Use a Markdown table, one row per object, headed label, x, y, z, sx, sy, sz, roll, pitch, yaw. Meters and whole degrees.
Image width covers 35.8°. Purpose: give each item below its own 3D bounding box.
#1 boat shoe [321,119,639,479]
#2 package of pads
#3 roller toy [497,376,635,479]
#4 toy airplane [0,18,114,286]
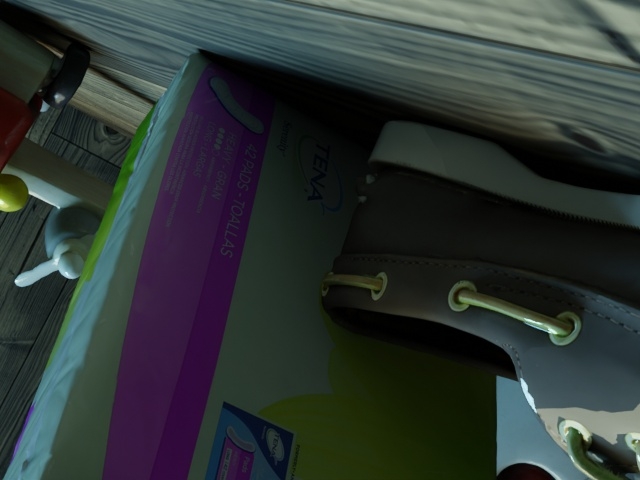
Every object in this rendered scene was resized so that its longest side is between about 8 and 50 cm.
| label | x | y | z | sx | sy | sz | roll | pitch | yaw |
| --- | --- | --- | --- | --- | --- | --- | --- | --- | --- |
| boat shoe | 0.110 | 0.036 | 0.353 | 0.116 | 0.097 | 0.324 | 28 | 178 | -37 |
| package of pads | -0.013 | 0.060 | 0.519 | 0.229 | 0.101 | 0.297 | 28 | -137 | -19 |
| roller toy | 0.161 | 0.120 | 0.687 | 0.209 | 0.146 | 0.191 | 57 | -165 | 22 |
| toy airplane | -0.376 | -0.101 | 0.984 | 0.386 | 0.272 | 0.384 | 27 | 179 | 19 |
